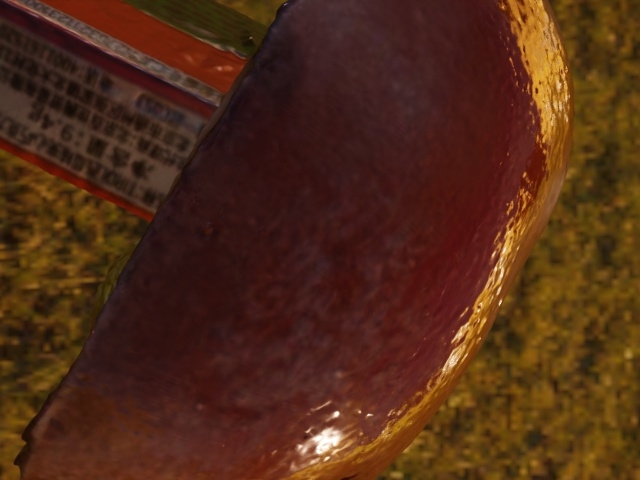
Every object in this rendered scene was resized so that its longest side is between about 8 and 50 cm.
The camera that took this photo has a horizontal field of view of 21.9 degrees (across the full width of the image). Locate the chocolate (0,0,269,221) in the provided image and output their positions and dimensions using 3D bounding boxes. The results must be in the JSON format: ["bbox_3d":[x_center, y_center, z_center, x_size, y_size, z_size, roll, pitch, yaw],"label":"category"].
[{"bbox_3d":[-0.191,-0.166,1.681,0.161,0.360,0.341,-63,-177,21],"label":"chocolate"}]

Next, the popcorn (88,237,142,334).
[{"bbox_3d":[-0.114,0.083,1.500,0.212,0.198,0.198,41,55,-61],"label":"popcorn"}]

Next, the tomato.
[{"bbox_3d":[0.009,0.006,0.746,0.143,0.338,0.338,34,52,0],"label":"tomato"}]
